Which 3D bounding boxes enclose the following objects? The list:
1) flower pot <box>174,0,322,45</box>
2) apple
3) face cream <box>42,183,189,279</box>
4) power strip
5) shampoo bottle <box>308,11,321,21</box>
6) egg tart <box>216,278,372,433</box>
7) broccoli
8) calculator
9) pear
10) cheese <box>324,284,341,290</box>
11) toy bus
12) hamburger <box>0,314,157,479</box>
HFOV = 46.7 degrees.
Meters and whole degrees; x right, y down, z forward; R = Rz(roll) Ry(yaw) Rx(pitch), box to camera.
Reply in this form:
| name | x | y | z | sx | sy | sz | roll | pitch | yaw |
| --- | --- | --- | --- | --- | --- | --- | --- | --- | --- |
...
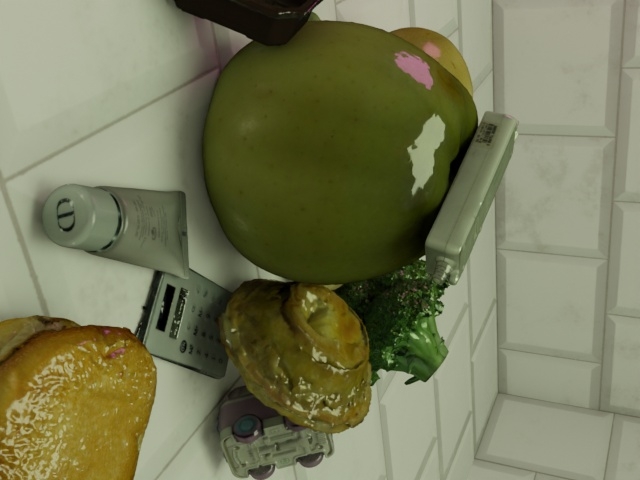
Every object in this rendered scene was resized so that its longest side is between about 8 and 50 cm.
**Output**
| name | x | y | z | sx | sy | sz | roll | pitch | yaw |
| --- | --- | --- | --- | --- | --- | --- | --- | --- | --- |
| flower pot | -0.118 | -0.380 | 1.130 | 0.179 | 0.250 | 0.084 | -58 | 170 | -44 |
| apple | 0.031 | -0.147 | 1.266 | 0.473 | 0.473 | 0.474 | 6 | 90 | -65 |
| face cream | -0.261 | -0.020 | 1.052 | 0.314 | 0.089 | 0.143 | 12 | 72 | -70 |
| power strip | 0.239 | -0.067 | 1.179 | 0.338 | 0.058 | 0.098 | -62 | 158 | -27 |
| shampoo bottle | -0.010 | -0.392 | 1.510 | 0.162 | 0.079 | 0.079 | 42 | 57 | -61 |
| egg tart | -0.019 | 0.182 | 1.309 | 0.341 | 0.129 | 0.341 | 32 | 33 | -24 |
| broccoli | 0.153 | 0.189 | 1.722 | 0.413 | 0.309 | 0.321 | 117 | -15 | -48 |
| calculator | -0.216 | 0.135 | 1.251 | 0.261 | 0.021 | 0.161 | 41 | 58 | -60 |
| pear | 0.195 | -0.338 | 1.718 | 0.309 | 0.309 | 0.309 | 6 | 90 | -65 |
| cheese | 0.000 | 0.000 | 1.589 | 0.214 | 0.117 | 0.226 | -24 | 112 | -58 |
| toy bus | -0.085 | 0.343 | 1.381 | 0.142 | 0.202 | 0.142 | -105 | -178 | -53 |
| hamburger | -0.324 | 0.244 | 0.866 | 0.290 | 0.170 | 0.314 | 30 | 70 | -60 |
